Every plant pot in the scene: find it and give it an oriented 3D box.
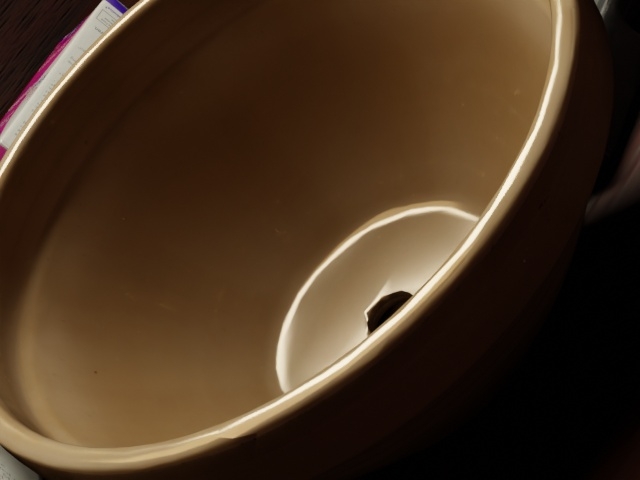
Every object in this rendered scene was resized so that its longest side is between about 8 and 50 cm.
[{"bbox_3d":[0.000,0.000,0.510,0.237,0.110,0.237,-24,40,22],"label":"plant pot"}]

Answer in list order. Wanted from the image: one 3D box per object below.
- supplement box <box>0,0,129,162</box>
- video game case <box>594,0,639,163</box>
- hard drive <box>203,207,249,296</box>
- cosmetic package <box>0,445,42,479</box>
[{"bbox_3d":[-0.240,-0.116,1.490,0.111,0.114,0.220,-30,27,48],"label":"supplement box"},{"bbox_3d":[0.066,-0.081,0.719,0.275,0.035,0.248,-30,24,50],"label":"video game case"},{"bbox_3d":[-0.079,-0.043,0.781,0.353,0.047,0.233,-9,43,54],"label":"hard drive"},{"bbox_3d":[-0.271,0.171,0.826,0.217,0.156,0.385,-49,16,-4],"label":"cosmetic package"}]
